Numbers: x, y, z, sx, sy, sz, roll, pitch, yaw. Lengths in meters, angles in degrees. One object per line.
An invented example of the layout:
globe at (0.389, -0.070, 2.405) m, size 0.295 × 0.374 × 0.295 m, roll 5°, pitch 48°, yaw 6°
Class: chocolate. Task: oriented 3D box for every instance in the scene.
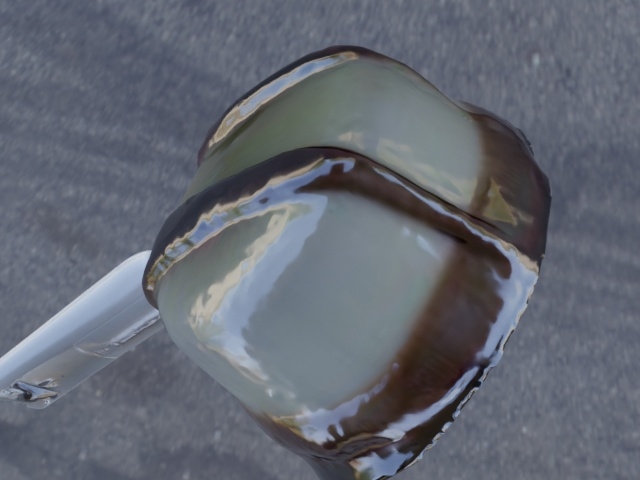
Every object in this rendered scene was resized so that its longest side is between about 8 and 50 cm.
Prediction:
chocolate at (0.000, 0.000, 0.946) m, size 0.186 × 0.283 × 0.283 m, roll 28°, pitch 117°, yaw -16°

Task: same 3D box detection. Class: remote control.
remote control at (-0.253, 0.112, 1.650) m, size 0.313 × 0.055 × 0.109 m, roll -36°, pitch 145°, yaw 25°
